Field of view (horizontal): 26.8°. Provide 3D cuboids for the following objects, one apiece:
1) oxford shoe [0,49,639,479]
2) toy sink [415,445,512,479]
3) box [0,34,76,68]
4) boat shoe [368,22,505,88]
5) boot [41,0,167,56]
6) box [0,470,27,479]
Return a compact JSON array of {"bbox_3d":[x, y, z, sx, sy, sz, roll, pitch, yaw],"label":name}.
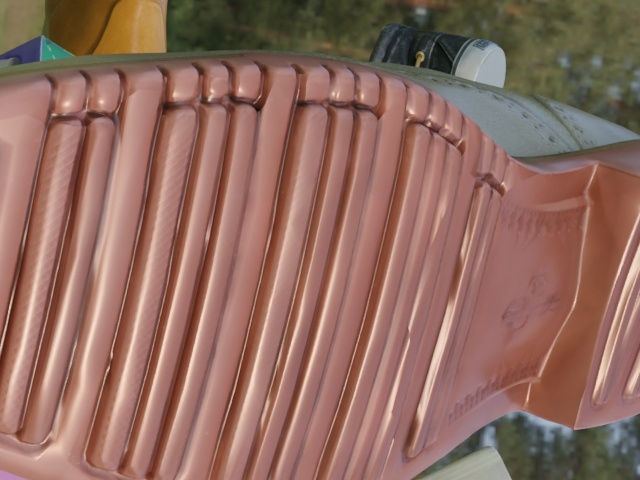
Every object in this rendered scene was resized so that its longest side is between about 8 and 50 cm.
[{"bbox_3d":[0.000,0.000,0.470,0.146,0.397,0.141,30,-74,40],"label":"oxford shoe"},{"bbox_3d":[0.037,0.265,0.979,0.131,0.234,0.153,64,-17,12],"label":"toy sink"},{"bbox_3d":[-0.198,-0.026,0.694,0.179,0.043,0.105,-21,-121,29],"label":"box"},{"bbox_3d":[0.061,-0.050,0.886,0.065,0.083,0.183,-8,115,-58],"label":"boat shoe"},{"bbox_3d":[-0.162,-0.169,1.104,0.295,0.104,0.211,56,-50,45],"label":"boot"},{"bbox_3d":[-0.332,0.186,1.135,0.117,0.213,0.243,53,47,-49],"label":"box"}]
